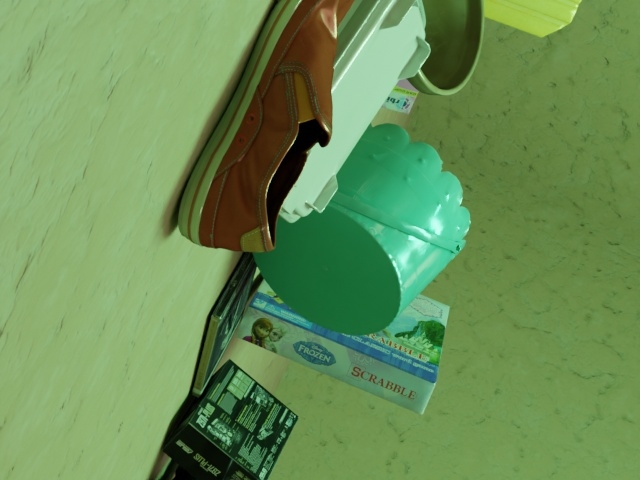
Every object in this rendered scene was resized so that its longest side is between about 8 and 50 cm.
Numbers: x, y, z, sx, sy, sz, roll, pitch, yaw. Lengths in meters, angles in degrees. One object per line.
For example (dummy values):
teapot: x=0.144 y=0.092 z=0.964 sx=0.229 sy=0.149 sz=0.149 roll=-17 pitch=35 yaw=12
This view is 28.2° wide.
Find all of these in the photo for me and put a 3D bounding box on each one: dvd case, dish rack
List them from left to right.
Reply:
dvd case: x=-0.135 y=0.110 z=1.859 sx=0.221 sy=0.018 sz=0.165 roll=108 pitch=7 yaw=-52
dish rack: x=0.025 y=-0.166 z=1.471 sx=0.333 sy=0.072 sz=0.285 roll=-56 pitch=168 yaw=-2

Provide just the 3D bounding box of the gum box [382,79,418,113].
gum box: x=0.138 y=-0.320 z=2.215 sx=0.188 sy=0.062 sz=0.107 roll=-91 pitch=-161 yaw=-51

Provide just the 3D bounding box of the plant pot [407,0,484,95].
plant pot: x=0.144 y=-0.334 z=1.902 sx=0.237 sy=0.109 sz=0.237 roll=-7 pitch=99 yaw=-54

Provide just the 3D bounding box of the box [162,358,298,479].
box: x=-0.133 y=0.291 z=1.922 sx=0.077 sy=0.147 sz=0.180 roll=-46 pitch=-173 yaw=30

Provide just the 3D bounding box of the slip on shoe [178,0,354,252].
slip on shoe: x=-0.027 y=-0.133 z=1.256 sx=0.123 sy=0.101 sz=0.331 roll=73 pitch=39 yaw=-70

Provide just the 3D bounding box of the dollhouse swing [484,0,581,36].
dollhouse swing: x=0.298 y=-0.474 z=2.046 sx=0.315 sy=0.305 sz=0.347 roll=-57 pitch=171 yaw=-64

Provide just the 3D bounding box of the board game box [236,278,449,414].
board game box: x=0.048 y=0.133 z=2.115 sx=0.318 sy=0.318 sz=0.066 roll=-66 pitch=178 yaw=-69

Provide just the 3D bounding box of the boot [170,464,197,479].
boot: x=-0.169 y=0.361 z=2.024 sx=0.260 sy=0.131 sz=0.348 roll=-57 pitch=-176 yaw=-16

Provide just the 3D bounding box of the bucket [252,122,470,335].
bucket: x=0.049 y=-0.015 z=1.781 sx=0.183 sy=0.281 sz=0.281 roll=-51 pitch=167 yaw=-40
